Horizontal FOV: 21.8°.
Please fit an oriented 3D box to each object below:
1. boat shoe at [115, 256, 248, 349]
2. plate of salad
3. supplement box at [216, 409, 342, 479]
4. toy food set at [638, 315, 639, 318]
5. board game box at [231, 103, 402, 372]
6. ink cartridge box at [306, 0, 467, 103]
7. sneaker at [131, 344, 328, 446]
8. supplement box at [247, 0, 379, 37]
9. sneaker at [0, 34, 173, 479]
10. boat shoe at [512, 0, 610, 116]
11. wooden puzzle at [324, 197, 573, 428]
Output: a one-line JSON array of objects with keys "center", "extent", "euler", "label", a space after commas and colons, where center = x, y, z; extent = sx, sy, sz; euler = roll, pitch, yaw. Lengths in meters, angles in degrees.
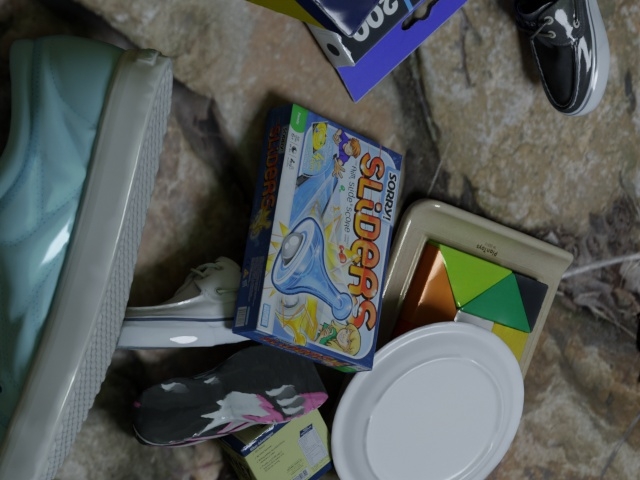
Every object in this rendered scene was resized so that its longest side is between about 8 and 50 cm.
[{"center": [-0.089, 0.052, 1.419], "extent": [0.226, 0.083, 0.075], "euler": [-2, 86, -41], "label": "boat shoe"}, {"center": [0.097, 0.162, 1.540], "extent": [0.200, 0.048, 0.200], "euler": [-10, 115, -21], "label": "plate of salad"}, {"center": [-0.040, 0.183, 1.503], "extent": [0.083, 0.056, 0.083], "euler": [-37, 125, -19], "label": "supplement box"}, {"center": [0.375, 0.125, 1.797], "extent": [0.078, 0.019, 0.122], "euler": [-19, 109, -29], "label": "toy food set"}, {"center": [0.000, 0.000, 1.426], "extent": [0.136, 0.035, 0.201], "euler": [22, 69, -39], "label": "board game box"}, {"center": [0.066, -0.252, 1.422], "extent": [0.206, 0.045, 0.208], "euler": [-44, 128, -14], "label": "ink cartridge box"}, {"center": [-0.085, 0.138, 1.445], "extent": [0.178, 0.077, 0.072], "euler": [-8, 76, -20], "label": "sneaker"}, {"center": [-0.077, -0.297, 1.105], "extent": [0.195, 0.356, 0.194], "euler": [40, 83, -38], "label": "supplement box"}, {"center": [-0.225, 0.018, 1.274], "extent": [0.150, 0.135, 0.366], "euler": [15, 88, 5], "label": "sneaker"}, {"center": [0.208, -0.219, 1.505], "extent": [0.076, 0.080, 0.228], "euler": [-21, 116, -38], "label": "boat shoe"}, {"center": [0.132, 0.096, 1.599], "extent": [0.221, 0.044, 0.238], "euler": [19, 96, -38], "label": "wooden puzzle"}]
